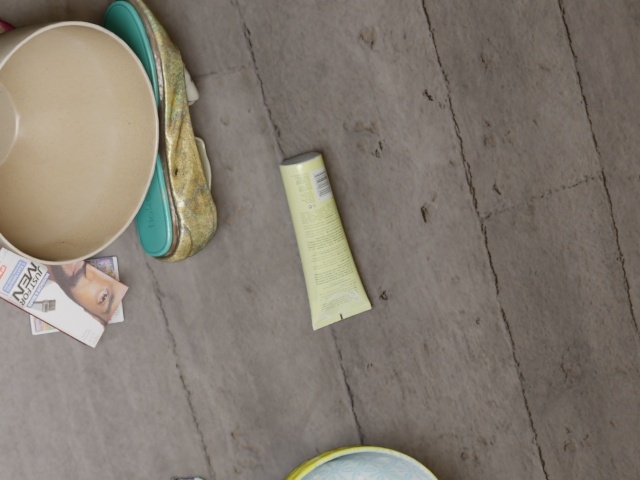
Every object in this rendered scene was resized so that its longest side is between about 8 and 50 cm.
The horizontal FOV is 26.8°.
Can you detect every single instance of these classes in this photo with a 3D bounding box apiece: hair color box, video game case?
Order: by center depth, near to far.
[{"bbox_3d":[-0.341,0.056,1.707,0.167,0.053,0.093,32,79,-22],"label":"hair color box"},{"bbox_3d":[-0.321,0.071,1.752,0.122,0.011,0.087,-8,95,-23],"label":"video game case"}]

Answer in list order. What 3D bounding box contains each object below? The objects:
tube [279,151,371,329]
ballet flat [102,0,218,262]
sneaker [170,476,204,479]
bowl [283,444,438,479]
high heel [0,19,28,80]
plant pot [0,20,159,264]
[{"bbox_3d":[0.000,0.000,1.865,0.070,0.062,0.240,-10,105,21],"label":"tube"},{"bbox_3d":[-0.202,-0.148,1.750,0.123,0.123,0.349,-12,96,-22],"label":"ballet flat"},{"bbox_3d":[-0.193,0.366,1.805,0.069,0.038,0.098,9,79,-21],"label":"sneaker"},{"bbox_3d":[0.028,0.410,1.834,0.289,0.156,0.290,-1,93,-23],"label":"bowl"},{"bbox_3d":[-0.437,-0.260,1.632,0.244,0.117,0.082,28,81,-21],"label":"high heel"},{"bbox_3d":[-0.360,-0.127,1.611,0.284,0.191,0.284,-19,114,-49],"label":"plant pot"}]
